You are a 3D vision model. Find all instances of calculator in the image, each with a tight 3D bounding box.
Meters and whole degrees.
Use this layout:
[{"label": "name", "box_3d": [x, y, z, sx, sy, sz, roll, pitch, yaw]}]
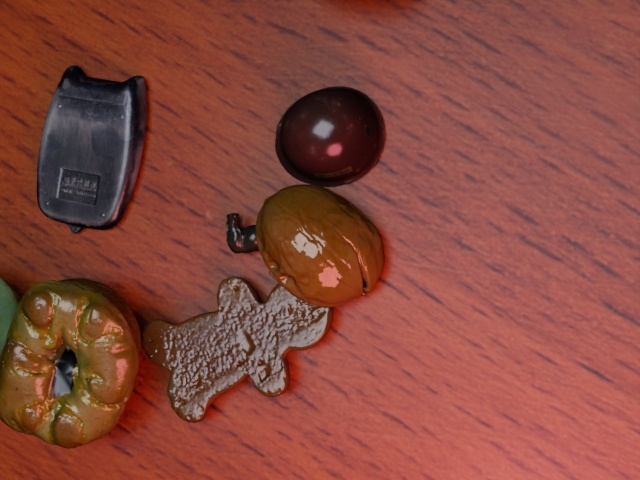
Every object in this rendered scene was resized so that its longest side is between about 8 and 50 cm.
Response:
[{"label": "calculator", "box_3d": [-0.370, -0.143, 1.845, 0.177, 0.040, 0.268, 10, 93, 17]}]

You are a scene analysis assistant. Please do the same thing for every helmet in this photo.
[{"label": "helmet", "box_3d": [-0.002, -0.162, 1.714, 0.175, 0.106, 0.155, -3, 85, 19]}]

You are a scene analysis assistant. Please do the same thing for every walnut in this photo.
[{"label": "walnut", "box_3d": [-0.001, -0.002, 1.682, 0.211, 0.087, 0.167, 40, 75, 6]}]

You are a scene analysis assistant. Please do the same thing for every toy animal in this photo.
[{"label": "toy animal", "box_3d": [-0.080, -0.012, 1.754, 0.136, 0.047, 0.065, -3, 91, 8]}]

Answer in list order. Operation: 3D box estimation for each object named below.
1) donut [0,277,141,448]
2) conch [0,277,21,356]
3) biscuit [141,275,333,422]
[{"label": "donut", "box_3d": [-0.377, 0.186, 1.753, 0.209, 0.128, 0.261, 24, 105, 0]}, {"label": "conch", "box_3d": [-0.571, 0.111, 1.780, 0.137, 0.251, 0.143, 6, 89, 52]}, {"label": "biscuit", "box_3d": [-0.115, 0.153, 1.750, 0.302, 0.049, 0.196, -28, 79, 12]}]
